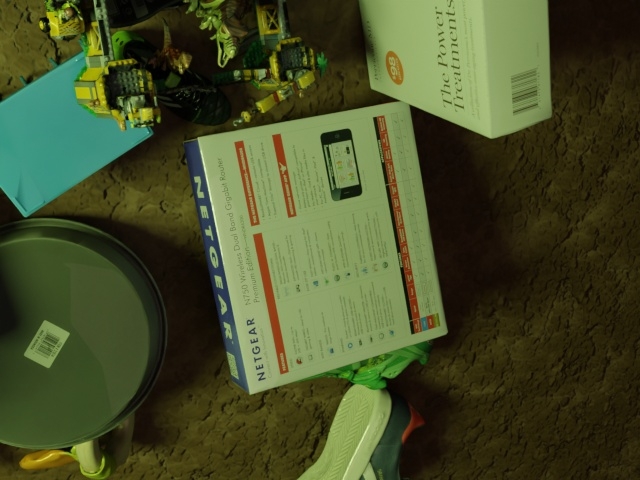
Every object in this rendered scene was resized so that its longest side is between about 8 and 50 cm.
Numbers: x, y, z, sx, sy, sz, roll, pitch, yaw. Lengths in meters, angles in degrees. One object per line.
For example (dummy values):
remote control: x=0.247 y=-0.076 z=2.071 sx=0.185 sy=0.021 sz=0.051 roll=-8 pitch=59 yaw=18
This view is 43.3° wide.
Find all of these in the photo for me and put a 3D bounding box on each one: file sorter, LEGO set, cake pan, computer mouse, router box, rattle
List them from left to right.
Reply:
cake pan: x=-0.334 y=0.120 z=0.980 sx=0.293 sy=0.054 sz=0.293 roll=-1 pitch=96 yaw=-12
file sorter: x=-0.304 y=-0.134 z=0.917 sx=0.170 sy=0.104 sz=0.118 roll=-36 pitch=122 yaw=-10
rattle: x=-0.325 y=0.215 z=1.102 sx=0.130 sy=0.143 sz=0.199 roll=-12 pitch=104 yaw=-58
computer mouse: x=-0.164 y=-0.289 z=0.952 sx=0.262 sy=0.060 sz=0.184 roll=-35 pitch=119 yaw=-24
LEGO set: x=-0.101 y=-0.243 z=0.837 sx=0.331 sy=0.192 sz=0.254 roll=-9 pitch=104 yaw=-38
router box: x=0.000 y=0.000 z=1.085 sx=0.301 sy=0.082 sz=0.335 roll=-13 pitch=98 yaw=-22

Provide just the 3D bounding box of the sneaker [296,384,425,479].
sneaker: x=0.055 y=0.406 z=1.319 sx=0.148 sy=0.131 sz=0.350 roll=26 pitch=98 yaw=-31

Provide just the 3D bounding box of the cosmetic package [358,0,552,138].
cosmetic package: x=0.139 y=-0.339 z=0.948 sx=0.097 sy=0.284 sz=0.377 roll=-20 pitch=118 yaw=-17

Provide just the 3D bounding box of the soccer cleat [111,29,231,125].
soccer cleat: x=-0.177 y=-0.189 z=0.977 sx=0.179 sy=0.072 sz=0.060 roll=32 pitch=94 yaw=-34

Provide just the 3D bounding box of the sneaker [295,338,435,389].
sneaker: x=0.059 y=0.181 z=1.236 sx=0.296 sy=0.109 sz=0.123 roll=-9 pitch=111 yaw=-24
